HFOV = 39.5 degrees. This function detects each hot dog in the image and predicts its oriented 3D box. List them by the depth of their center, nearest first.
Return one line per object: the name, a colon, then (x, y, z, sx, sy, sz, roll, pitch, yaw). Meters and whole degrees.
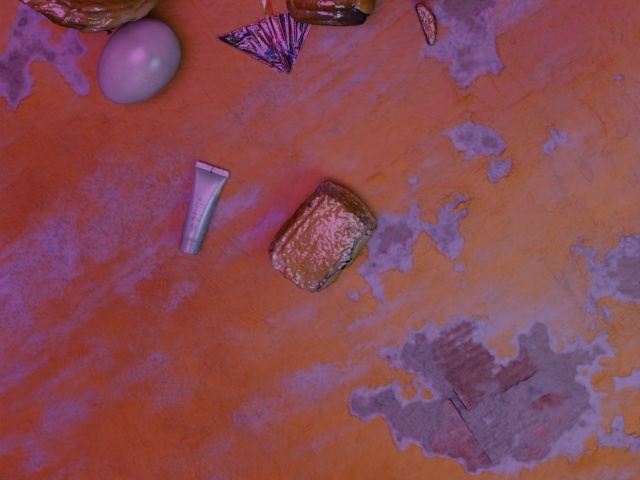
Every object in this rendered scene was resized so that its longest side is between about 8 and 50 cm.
hot dog: (0.222, -0.446, 1.825, 0.034, 0.030, 0.090, -21, 100, 5)

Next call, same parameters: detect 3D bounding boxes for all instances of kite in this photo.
kite: (-0.107, -0.438, 1.892, 0.241, 0.014, 0.183, -11, 101, 14)

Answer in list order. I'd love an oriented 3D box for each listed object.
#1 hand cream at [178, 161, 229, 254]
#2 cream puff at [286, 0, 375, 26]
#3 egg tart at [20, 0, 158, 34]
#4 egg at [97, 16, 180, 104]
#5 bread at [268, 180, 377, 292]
hand cream: (-0.269, -0.070, 1.996, 0.078, 0.050, 0.205, 20, 102, 6)
cream puff: (0.024, -0.495, 1.772, 0.189, 0.189, 0.129, 1, 100, 9)
egg tart: (-0.489, -0.533, 1.801, 0.345, 0.345, 0.132, 36, 139, -1)
egg: (-0.386, -0.375, 1.883, 0.151, 0.151, 0.209, 43, 111, -3)
bread: (0.000, 0.000, 1.929, 0.174, 0.121, 0.245, 41, 111, 6)
